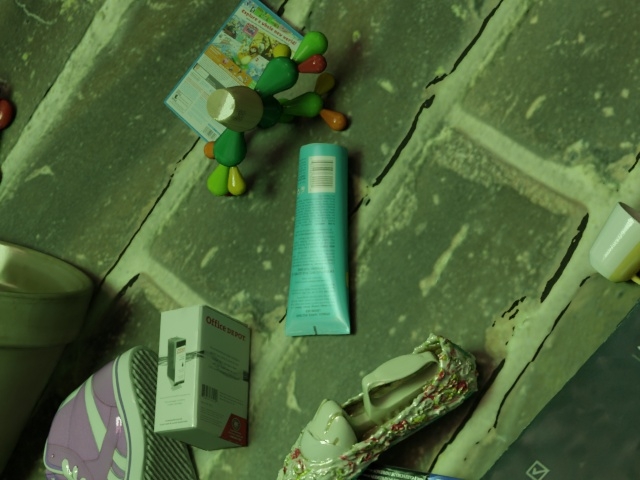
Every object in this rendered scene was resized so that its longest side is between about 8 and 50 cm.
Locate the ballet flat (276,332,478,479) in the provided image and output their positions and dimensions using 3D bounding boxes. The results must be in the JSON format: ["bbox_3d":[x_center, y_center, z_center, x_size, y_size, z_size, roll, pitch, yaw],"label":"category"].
[{"bbox_3d":[0.045,0.170,1.594,0.241,0.077,0.091,-36,38,-5],"label":"ballet flat"}]

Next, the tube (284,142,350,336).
[{"bbox_3d":[0.000,0.000,1.744,0.080,0.052,0.207,-7,74,35],"label":"tube"}]

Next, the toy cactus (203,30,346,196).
[{"bbox_3d":[-0.067,-0.131,1.761,0.219,0.180,0.112,-44,75,16],"label":"toy cactus"}]

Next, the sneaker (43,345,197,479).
[{"bbox_3d":[-0.222,0.270,1.756,0.161,0.102,0.282,-31,48,23],"label":"sneaker"}]

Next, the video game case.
[{"bbox_3d":[-0.098,-0.195,1.896,0.166,0.015,0.119,-51,54,6],"label":"video game case"}]

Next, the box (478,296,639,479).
[{"bbox_3d":[0.297,0.384,1.220,0.472,0.297,0.480,-48,54,-2],"label":"box"}]

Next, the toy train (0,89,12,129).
[{"bbox_3d":[-0.490,-0.085,2.054,0.143,0.105,0.248,-4,70,42],"label":"toy train"}]

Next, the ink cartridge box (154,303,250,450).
[{"bbox_3d":[-0.125,0.148,1.732,0.056,0.099,0.135,-11,66,30],"label":"ink cartridge box"}]

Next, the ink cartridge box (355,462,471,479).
[{"bbox_3d":[0.097,0.275,1.578,0.207,0.046,0.097,6,76,34],"label":"ink cartridge box"}]

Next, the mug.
[{"bbox_3d":[0.294,0.011,1.547,0.064,0.062,0.078,-53,47,14],"label":"mug"}]

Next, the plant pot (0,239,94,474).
[{"bbox_3d":[-0.446,0.147,1.832,0.323,0.323,0.280,20,99,36],"label":"plant pot"}]
